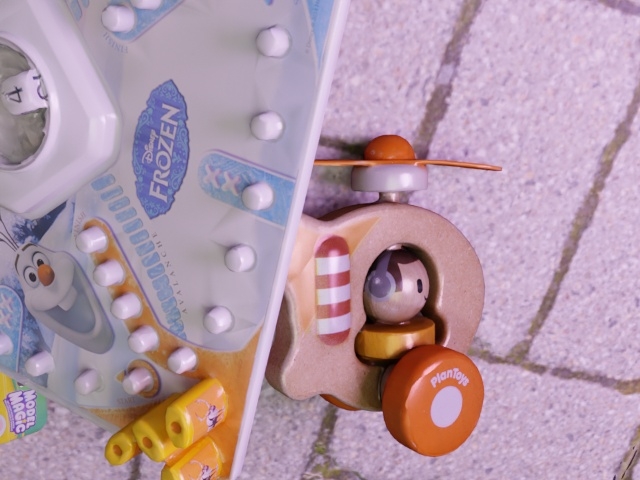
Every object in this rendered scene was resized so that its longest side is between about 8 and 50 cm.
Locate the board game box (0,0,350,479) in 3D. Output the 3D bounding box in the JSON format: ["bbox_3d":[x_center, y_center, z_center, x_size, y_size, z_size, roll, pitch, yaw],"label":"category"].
[{"bbox_3d":[-0.189,-0.081,0.460,0.389,0.050,0.390,22,113,19],"label":"board game box"}]

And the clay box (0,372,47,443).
[{"bbox_3d":[-0.336,0.114,0.611,0.221,0.053,0.128,-8,116,-28],"label":"clay box"}]

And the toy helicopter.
[{"bbox_3d":[0.000,0.000,0.584,0.355,0.140,0.235,27,83,-32],"label":"toy helicopter"}]
